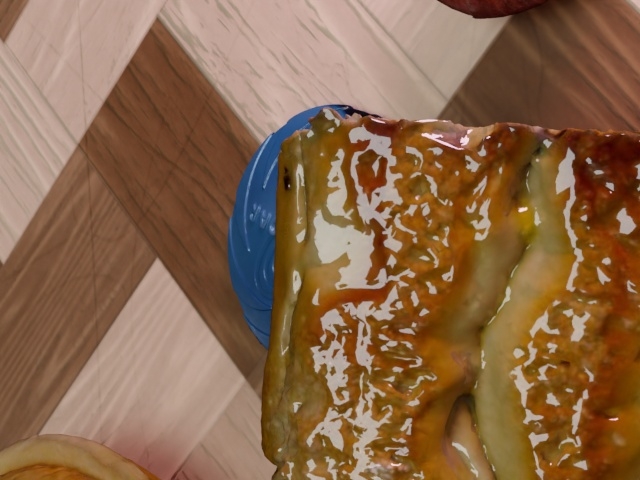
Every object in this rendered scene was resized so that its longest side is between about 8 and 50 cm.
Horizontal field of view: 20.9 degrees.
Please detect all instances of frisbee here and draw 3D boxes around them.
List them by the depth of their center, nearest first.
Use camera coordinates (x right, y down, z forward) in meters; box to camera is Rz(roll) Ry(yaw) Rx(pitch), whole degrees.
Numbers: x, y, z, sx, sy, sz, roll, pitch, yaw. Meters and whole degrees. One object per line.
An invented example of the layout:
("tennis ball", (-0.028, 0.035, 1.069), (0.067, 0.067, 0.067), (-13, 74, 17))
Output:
("frisbee", (0.000, 0.000, 1.520), (0.242, 0.045, 0.242), (-1, 88, 40))

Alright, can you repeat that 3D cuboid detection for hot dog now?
("hot dog", (0.136, 0.107, 1.255), (0.367, 0.196, 0.365), (5, 85, 11))

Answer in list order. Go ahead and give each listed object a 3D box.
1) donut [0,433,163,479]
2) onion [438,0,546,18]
("donut", (-0.239, 0.404, 1.606), (0.449, 0.198, 0.449), (-3, 85, 40))
("onion", (0.129, -0.267, 1.352), (0.184, 0.147, 0.184), (-4, 81, 27))
